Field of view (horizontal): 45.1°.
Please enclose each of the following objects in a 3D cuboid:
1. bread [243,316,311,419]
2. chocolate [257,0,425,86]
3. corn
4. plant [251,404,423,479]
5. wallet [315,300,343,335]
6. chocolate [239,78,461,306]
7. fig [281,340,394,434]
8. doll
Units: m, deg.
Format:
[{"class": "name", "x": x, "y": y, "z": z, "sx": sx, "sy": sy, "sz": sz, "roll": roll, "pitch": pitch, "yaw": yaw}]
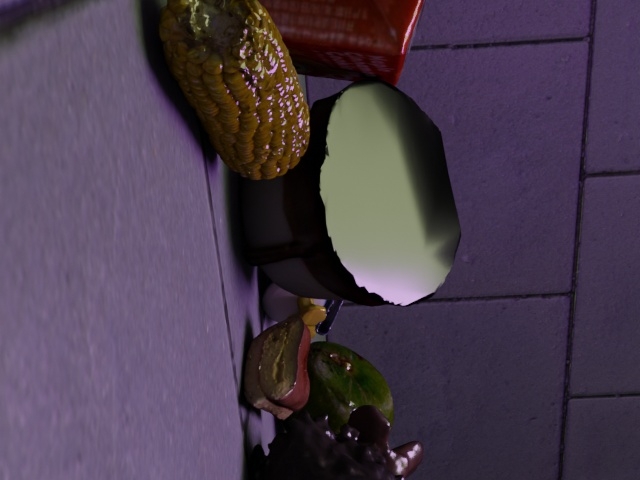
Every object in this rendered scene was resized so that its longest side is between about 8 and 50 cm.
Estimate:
[{"class": "bread", "x": -0.050, "y": 0.153, "z": 0.931, "sx": 0.192, "sy": 0.067, "sz": 0.119, "roll": 77, "pitch": 18, "yaw": -70}, {"class": "chocolate", "x": 0.001, "y": -0.255, "z": 0.886, "sx": 0.237, "sy": 0.235, "sz": 0.107, "roll": -18, "pitch": 115, "yaw": -88}, {"class": "corn", "x": -0.062, "y": -0.128, "z": 0.648, "sx": 0.293, "sy": 0.106, "sz": 0.106, "roll": 78, "pitch": 9, "yaw": -78}, {"class": "plant", "x": 0.015, "y": 0.296, "z": 0.884, "sx": 0.234, "sy": 0.204, "sz": 0.178, "roll": -75, "pitch": 175, "yaw": -47}, {"class": "wallet", "x": 0.017, "y": 0.035, "z": 1.194, "sx": 0.222, "sy": 0.036, "sz": 0.167, "roll": -64, "pitch": -157, "yaw": -9}, {"class": "chocolate", "x": 0.021, "y": -0.048, "z": 0.964, "sx": 0.284, "sy": 0.186, "sz": 0.283, "roll": 8, "pitch": 79, "yaw": -45}, {"class": "fig", "x": -0.005, "y": 0.292, "z": 1.238, "sx": 0.235, "sy": 0.203, "sz": 0.203, "roll": -52, "pitch": -164, "yaw": 23}, {"class": "doll", "x": -0.036, "y": 0.037, "z": 1.126, "sx": 0.241, "sy": 0.099, "sz": 0.135, "roll": -88, "pitch": 168, "yaw": -51}]
